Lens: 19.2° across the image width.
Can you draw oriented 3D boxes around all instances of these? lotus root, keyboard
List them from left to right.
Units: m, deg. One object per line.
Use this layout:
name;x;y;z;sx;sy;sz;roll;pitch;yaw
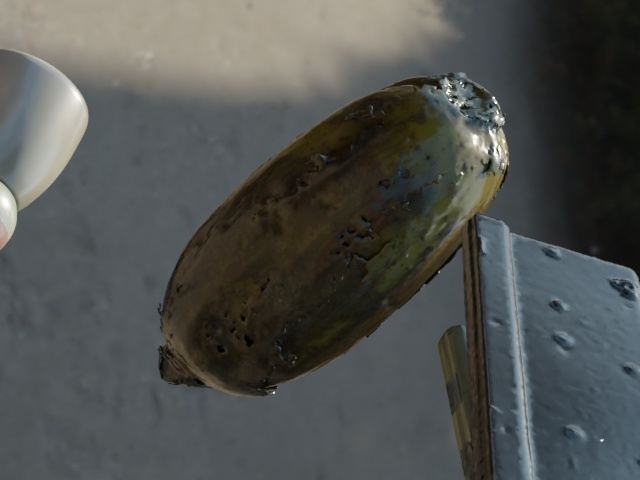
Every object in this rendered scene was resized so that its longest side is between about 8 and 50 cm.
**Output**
lotus root;0.000;0.000;1.663;0.179;0.397;0.196;55;25;20
keyboard;0.105;0.089;0.804;0.101;0.018;0.309;19;32;-11

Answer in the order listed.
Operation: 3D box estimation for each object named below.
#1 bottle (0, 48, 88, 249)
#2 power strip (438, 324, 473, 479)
bottle;-0.358;-0.075;2.022;0.147;0.148;0.236;49;52;-37
power strip;0.146;0.169;1.357;0.092;0.034;0.268;11;43;-20
